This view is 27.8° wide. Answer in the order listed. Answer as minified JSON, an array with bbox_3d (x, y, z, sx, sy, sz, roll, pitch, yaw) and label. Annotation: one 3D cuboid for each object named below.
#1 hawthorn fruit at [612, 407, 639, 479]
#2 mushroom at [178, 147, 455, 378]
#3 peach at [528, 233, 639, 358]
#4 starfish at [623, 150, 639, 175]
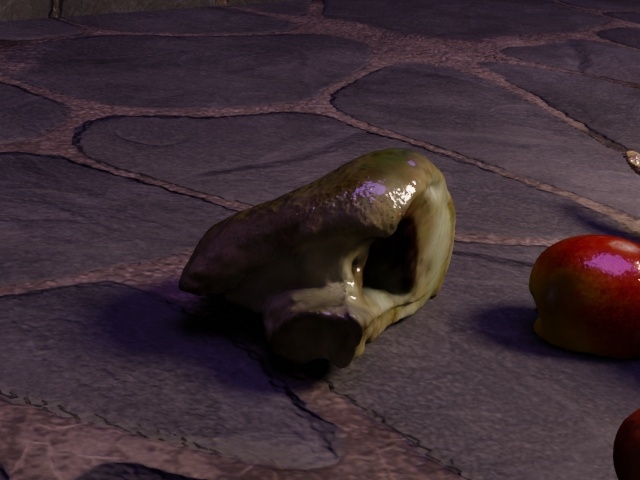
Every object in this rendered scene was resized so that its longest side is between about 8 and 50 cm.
[{"bbox_3d":[0.290,0.166,0.978,0.125,0.125,0.140,22,27,38],"label":"hawthorn fruit"},{"bbox_3d":[-0.005,-0.005,1.284,0.217,0.212,0.292,20,30,17],"label":"mushroom"},{"bbox_3d":[0.288,0.056,1.316,0.151,0.151,0.118,-5,-22,-27],"label":"peach"},{"bbox_3d":[0.531,-0.012,1.598,0.293,0.084,0.301,10,23,0],"label":"starfish"}]
